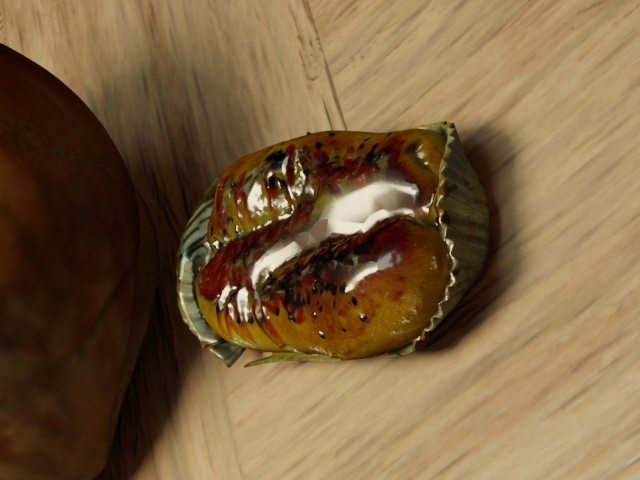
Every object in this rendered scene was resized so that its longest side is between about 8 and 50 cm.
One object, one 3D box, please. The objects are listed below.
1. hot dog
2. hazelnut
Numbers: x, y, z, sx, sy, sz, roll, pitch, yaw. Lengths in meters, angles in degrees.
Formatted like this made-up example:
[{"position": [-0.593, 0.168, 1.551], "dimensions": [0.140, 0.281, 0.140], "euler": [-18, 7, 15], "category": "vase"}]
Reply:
[{"position": [0.000, 0.000, 1.241], "dimensions": [0.270, 0.082, 0.162], "euler": [-7, 65, 48], "category": "hot dog"}, {"position": [-0.305, 0.043, 1.388], "dimensions": [0.409, 0.359, 0.359], "euler": [-42, 45, 21], "category": "hazelnut"}]
